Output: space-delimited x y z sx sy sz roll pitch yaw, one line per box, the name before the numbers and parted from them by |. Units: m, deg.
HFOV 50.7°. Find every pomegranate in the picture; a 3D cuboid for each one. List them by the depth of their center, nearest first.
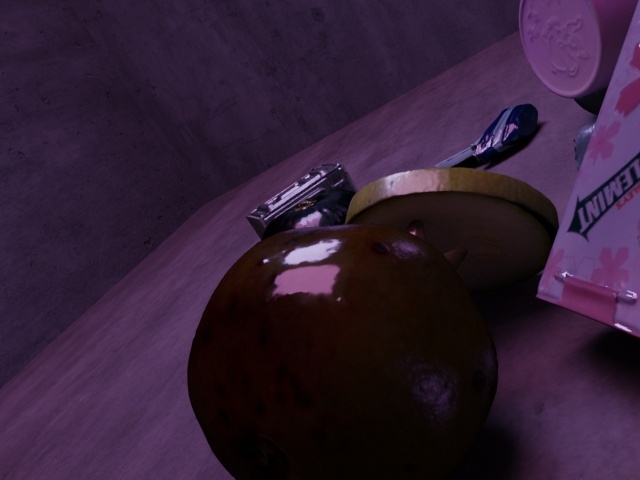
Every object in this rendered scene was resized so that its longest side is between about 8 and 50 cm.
pomegranate | 0.036 0.119 0.646 0.290 0.291 0.323 -24 -9 30

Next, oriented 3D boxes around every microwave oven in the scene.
microwave oven | -0.035 -0.071 1.633 0.240 0.145 0.194 -35 11 -12

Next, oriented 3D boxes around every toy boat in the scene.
toy boat | 0.328 -0.206 1.481 0.291 0.067 0.220 -22 18 46

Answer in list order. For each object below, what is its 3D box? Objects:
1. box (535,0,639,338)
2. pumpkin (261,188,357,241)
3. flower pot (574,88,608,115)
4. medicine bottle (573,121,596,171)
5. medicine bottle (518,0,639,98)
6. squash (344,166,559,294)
box | 0.324 -0.094 0.571 0.190 0.112 0.370 -148 77 -72
pumpkin | 0.000 0.000 1.266 0.233 0.163 0.233 -28 15 8
flower pot | 0.550 -0.335 1.235 0.243 0.157 0.189 -45 16 -32
medicine bottle | 0.458 -0.143 0.936 0.053 0.090 0.208 10 -15 -37
medicine bottle | 0.489 -0.358 1.030 0.315 0.202 0.202 -21 11 -12
squash | 0.155 -0.007 0.809 0.252 0.252 0.049 -20 50 40
